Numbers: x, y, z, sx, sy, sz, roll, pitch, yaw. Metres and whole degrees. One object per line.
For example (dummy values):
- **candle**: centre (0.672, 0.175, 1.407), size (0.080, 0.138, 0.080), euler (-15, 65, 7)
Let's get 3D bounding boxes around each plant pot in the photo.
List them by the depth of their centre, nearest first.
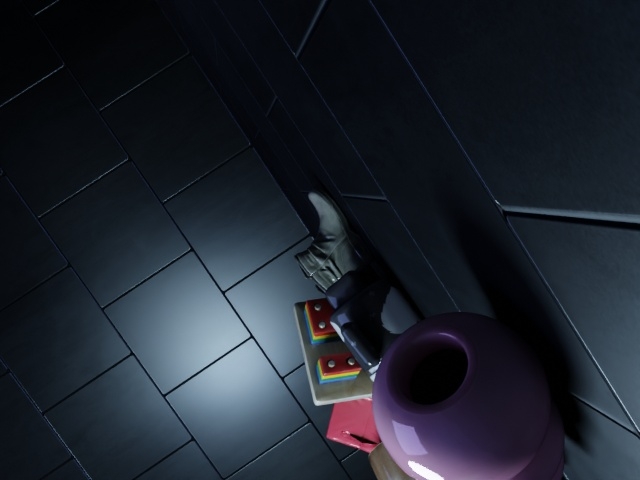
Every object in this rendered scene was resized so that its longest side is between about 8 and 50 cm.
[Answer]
- **plant pot**: centre (0.247, 0.581, 1.809), size (0.215, 0.215, 0.230), euler (60, -171, -54)

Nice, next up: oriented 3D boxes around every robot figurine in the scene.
- **robot figurine**: centre (0.135, 0.190, 1.718), size (0.278, 0.209, 0.173), euler (55, 161, 10)

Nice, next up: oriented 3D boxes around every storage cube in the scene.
- **storage cube**: centre (0.137, 0.393, 1.953), size (0.184, 0.215, 0.193), euler (18, 130, 9)

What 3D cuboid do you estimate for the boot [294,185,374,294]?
- **boot**: centre (0.000, 0.000, 1.862), size (0.246, 0.161, 0.083), euler (55, 176, 18)

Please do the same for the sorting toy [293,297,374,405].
- **sorting toy**: centre (0.089, 0.236, 1.848), size (0.089, 0.255, 0.257), euler (108, 152, -56)

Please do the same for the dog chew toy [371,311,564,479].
- **dog chew toy**: centre (0.203, 0.230, 0.958), size (0.332, 0.206, 0.206), euler (47, -177, -41)
